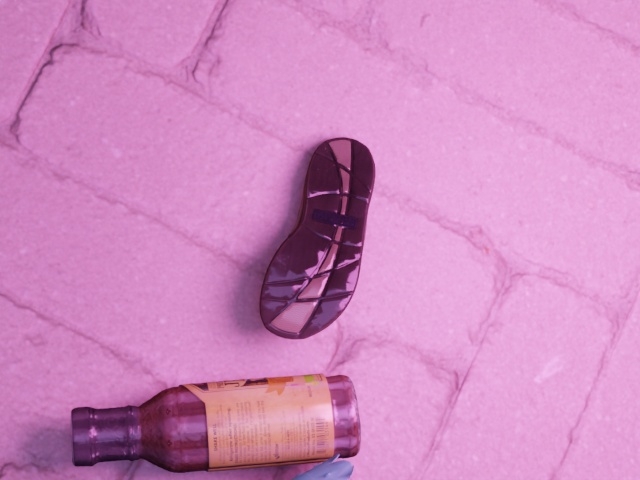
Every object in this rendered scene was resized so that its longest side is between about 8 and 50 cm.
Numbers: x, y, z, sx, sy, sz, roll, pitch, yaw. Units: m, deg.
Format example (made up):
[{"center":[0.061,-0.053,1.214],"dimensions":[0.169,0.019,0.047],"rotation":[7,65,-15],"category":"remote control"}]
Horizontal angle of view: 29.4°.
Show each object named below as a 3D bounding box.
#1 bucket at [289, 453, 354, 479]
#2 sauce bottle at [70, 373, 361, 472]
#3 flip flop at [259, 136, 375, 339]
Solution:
[{"center":[-0.008,0.404,1.406],"dimensions":[0.183,0.281,0.281],"rotation":[-21,89,-12],"category":"bucket"},{"center":[-0.127,0.225,1.479],"dimensions":[0.345,0.111,0.111],"rotation":[-2,86,-11],"category":"sauce bottle"},{"center":[0.000,0.000,1.541],"dimensions":[0.112,0.080,0.277],"rotation":[16,68,-3],"category":"flip flop"}]
